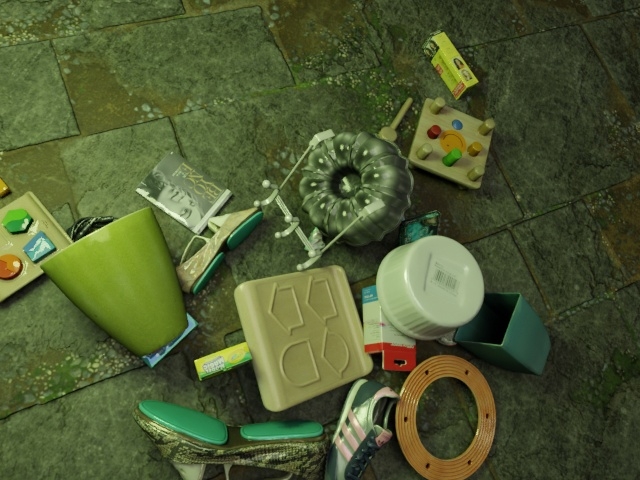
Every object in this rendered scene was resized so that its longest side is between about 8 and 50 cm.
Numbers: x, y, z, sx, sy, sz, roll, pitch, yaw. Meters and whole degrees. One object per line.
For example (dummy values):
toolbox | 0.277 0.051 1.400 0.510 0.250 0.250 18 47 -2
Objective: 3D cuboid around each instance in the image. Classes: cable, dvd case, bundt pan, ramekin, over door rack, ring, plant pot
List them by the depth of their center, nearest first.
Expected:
plant pot | -0.445 0.115 1.199 0.275 0.275 0.293 -33 98 -21
over door rack | -0.029 -0.089 1.296 0.108 0.324 0.239 -25 78 -48
cable | -0.596 0.021 1.338 0.151 0.047 0.184 1 73 -13
ramekin | 0.302 0.121 1.368 0.277 0.135 0.277 7 69 -18
bundt pan | 0.081 -0.152 1.391 0.331 0.124 0.330 -3 82 24
ring | 0.345 0.486 1.401 0.337 0.032 0.336 4 80 -25
dvd case | -0.389 -0.138 1.456 0.221 0.018 0.164 36 68 -1
plant pot | 0.543 0.283 1.461 0.234 0.165 0.165 40 66 -23

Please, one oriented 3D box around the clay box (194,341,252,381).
clay box | -0.241 0.299 1.243 0.128 0.222 0.053 -18 78 -19

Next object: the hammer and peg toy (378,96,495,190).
hammer and peg toy | 0.379 -0.341 1.651 0.362 0.127 0.265 22 69 -6

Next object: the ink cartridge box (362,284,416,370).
ink cartridge box | 0.192 0.247 1.421 0.134 0.078 0.230 13 68 -35

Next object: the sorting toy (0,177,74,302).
sorting toy | -0.807 -0.024 1.289 0.229 0.041 0.307 -40 81 -16

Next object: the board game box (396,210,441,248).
board game box | 0.284 0.005 1.496 0.126 0.186 0.026 -17 44 -18

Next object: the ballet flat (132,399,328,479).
ballet flat | -0.220 0.514 1.230 0.483 0.164 0.181 11 91 -12

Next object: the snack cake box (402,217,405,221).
snack cake box | 0.147 -0.147 1.520 0.089 0.152 0.264 -12 77 -18

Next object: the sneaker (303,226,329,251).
sneaker | 0.000 0.000 1.501 0.069 0.038 0.098 31 72 -8

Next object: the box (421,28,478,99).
box | 0.451 -0.615 1.781 0.058 0.087 0.232 -29 83 -18

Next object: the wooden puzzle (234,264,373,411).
wooden puzzle | -0.045 0.246 1.349 0.348 0.080 0.322 -9 77 -39

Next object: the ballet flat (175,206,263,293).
ballet flat | -0.288 0.001 1.394 0.106 0.107 0.316 35 67 9

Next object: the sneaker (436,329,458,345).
sneaker | 0.353 0.198 1.492 0.088 0.093 0.225 -12 77 -18

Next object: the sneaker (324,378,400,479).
sneaker | 0.108 0.516 1.295 0.112 0.131 0.318 36 64 -42

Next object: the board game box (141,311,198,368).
board game box | -0.448 0.201 1.317 0.210 0.047 0.160 44 68 2
